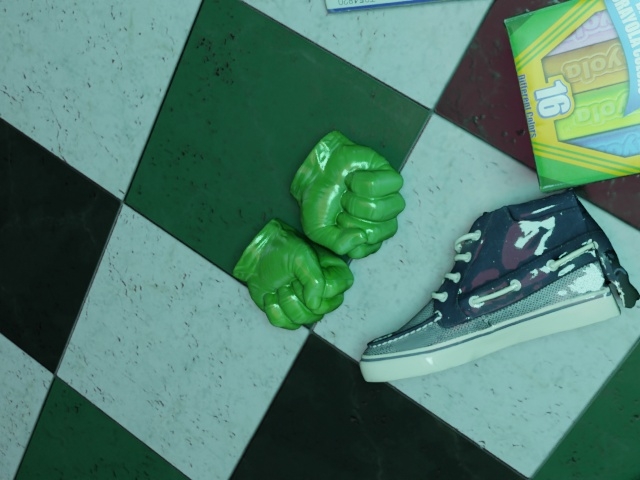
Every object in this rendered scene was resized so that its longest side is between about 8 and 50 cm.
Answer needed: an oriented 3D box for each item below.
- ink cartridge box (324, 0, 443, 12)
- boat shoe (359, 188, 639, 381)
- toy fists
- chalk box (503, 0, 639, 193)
[{"bbox_3d":[0.092,-0.386,0.841,0.224,0.045,0.223,2,122,23],"label":"ink cartridge box"},{"bbox_3d":[0.186,0.054,0.889,0.341,0.127,0.158,-21,87,18],"label":"boat shoe"},{"bbox_3d":[0.000,0.000,0.959,0.142,0.096,0.279,39,113,9],"label":"toy fists"},{"bbox_3d":[0.352,-0.171,0.723,0.289,0.180,0.179,-11,98,24],"label":"chalk box"}]
